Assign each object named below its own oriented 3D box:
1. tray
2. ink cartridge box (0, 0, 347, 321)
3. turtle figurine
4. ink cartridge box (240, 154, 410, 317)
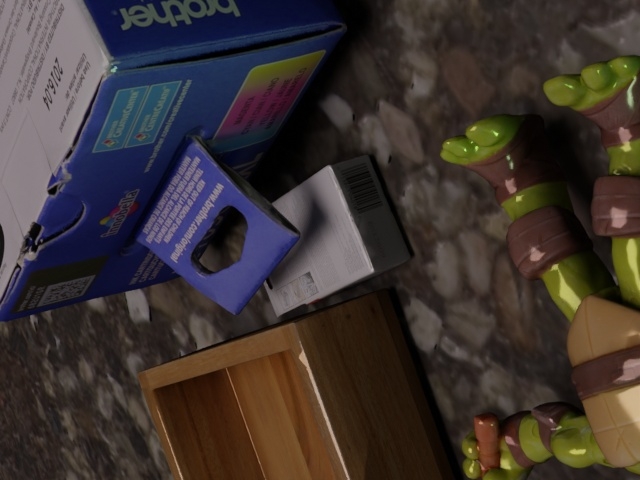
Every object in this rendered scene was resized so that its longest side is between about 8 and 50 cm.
[{"bbox_3d":[0.030,0.247,0.814,0.203,0.076,0.411,-22,88,56],"label":"tray"},{"bbox_3d":[-0.147,-0.138,0.797,0.396,0.151,0.270,64,146,19],"label":"ink cartridge box"},{"bbox_3d":[0.134,0.040,0.557,0.269,0.087,0.217,-32,72,64],"label":"turtle figurine"},{"bbox_3d":[0.000,0.000,0.777,0.115,0.029,0.063,-30,81,58],"label":"ink cartridge box"}]
